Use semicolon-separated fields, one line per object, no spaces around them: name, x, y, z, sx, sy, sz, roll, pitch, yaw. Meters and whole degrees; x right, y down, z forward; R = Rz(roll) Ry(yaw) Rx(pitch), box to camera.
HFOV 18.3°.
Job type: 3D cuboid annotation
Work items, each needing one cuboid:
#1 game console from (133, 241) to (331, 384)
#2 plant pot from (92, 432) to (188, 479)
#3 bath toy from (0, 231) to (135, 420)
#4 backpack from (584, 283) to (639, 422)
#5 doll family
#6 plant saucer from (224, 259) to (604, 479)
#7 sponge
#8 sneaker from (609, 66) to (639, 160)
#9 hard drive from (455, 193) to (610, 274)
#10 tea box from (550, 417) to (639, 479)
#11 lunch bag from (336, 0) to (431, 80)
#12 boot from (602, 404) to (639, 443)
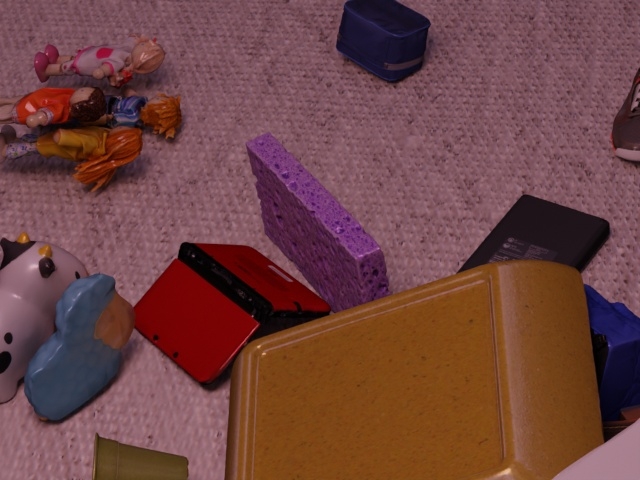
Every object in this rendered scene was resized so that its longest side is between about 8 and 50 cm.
game console;-0.083;0.067;1.828;0.124;0.085;0.144;3;23;-41
plant pot;-0.150;0.202;1.644;0.079;0.083;0.083;3;40;-7
bath toy;-0.337;0.034;1.823;0.348;0.129;0.151;20;48;29
backpack;0.229;0.095;1.700;0.101;0.098;0.120;-5;28;-37
doll family;-0.233;-0.126;2.030;0.163;0.118;0.263;0;22;17
plant saucer;0.055;0.153;1.585;0.333;0.081;0.332;-19;37;16
sponge;0.000;0.000;1.822;0.031;0.117;0.210;-25;43;-17
sneaker;0.325;-0.142;1.983;0.061;0.065;0.158;7;42;16
hard drive;0.199;0.013;1.852;0.094;0.022;0.135;19;47;28
tea box;0.267;0.284;1.290;0.329;0.323;0.220;-29;46;-25
lunch bag;0.062;-0.215;2.105;0.098;0.065;0.067;35;40;31
boot;0.217;0.201;1.584;0.219;0.082;0.106;-16;39;-14
